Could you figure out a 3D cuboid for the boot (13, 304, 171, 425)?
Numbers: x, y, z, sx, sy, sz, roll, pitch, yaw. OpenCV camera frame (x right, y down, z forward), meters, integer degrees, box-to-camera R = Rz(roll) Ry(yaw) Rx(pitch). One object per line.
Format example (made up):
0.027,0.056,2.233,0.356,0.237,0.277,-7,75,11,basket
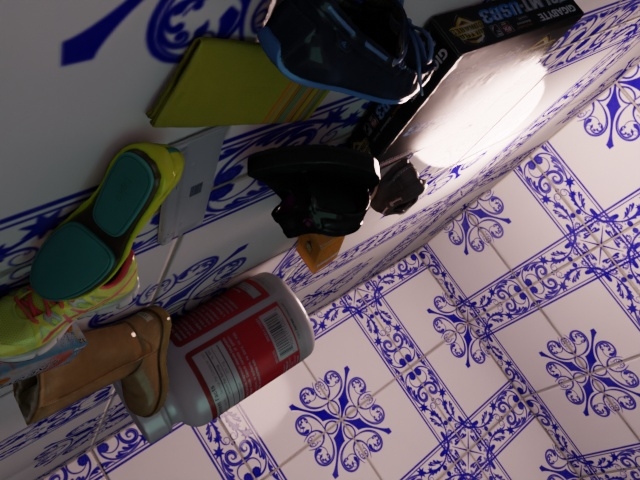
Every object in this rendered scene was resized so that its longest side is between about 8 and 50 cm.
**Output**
-0.379,0.239,1.016,0.269,0.089,0.236,-20,121,-59,boot

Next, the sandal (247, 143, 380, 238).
0.010,-0.049,0.890,0.168,0.107,0.446,-4,173,8,sandal

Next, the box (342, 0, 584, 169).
0.207,-0.239,0.925,0.295,0.073,0.293,-27,166,-33,box

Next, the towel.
-0.060,-0.158,0.606,0.237,0.021,0.102,-19,155,-53,towel

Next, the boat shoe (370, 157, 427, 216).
0.178,-0.098,1.366,0.112,0.095,0.335,-39,170,-2,boat shoe

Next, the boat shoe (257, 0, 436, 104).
0.056,-0.190,0.586,0.089,0.109,0.258,-46,167,33,boat shoe

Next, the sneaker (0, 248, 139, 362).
-0.302,0.060,0.699,0.208,0.081,0.094,-34,164,-42,sneaker

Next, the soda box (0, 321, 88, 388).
-0.403,0.150,0.788,0.058,0.063,0.183,-41,168,28,soda box

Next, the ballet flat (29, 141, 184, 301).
-0.214,-0.017,0.623,0.231,0.077,0.077,-43,-176,28,ballet flat

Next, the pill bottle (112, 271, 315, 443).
-0.233,0.256,1.325,0.408,0.229,0.229,-29,168,-26,pill bottle

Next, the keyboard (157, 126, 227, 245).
-0.163,-0.060,0.744,0.072,0.014,0.256,-35,171,-27,keyboard

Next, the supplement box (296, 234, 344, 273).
0.000,0.000,1.323,0.080,0.078,0.233,-33,170,-11,supplement box
